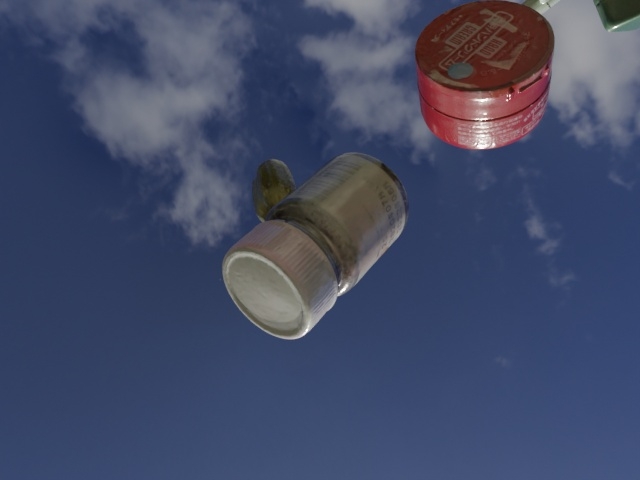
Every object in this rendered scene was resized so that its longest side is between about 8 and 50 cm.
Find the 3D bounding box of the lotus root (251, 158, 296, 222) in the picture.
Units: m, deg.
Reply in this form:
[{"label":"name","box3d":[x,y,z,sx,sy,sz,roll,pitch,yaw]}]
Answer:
[{"label":"lotus root","box3d":[-0.083,-0.081,1.121,0.077,0.183,0.090,9,-56,-21]}]

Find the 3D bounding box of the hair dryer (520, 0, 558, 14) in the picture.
[{"label":"hair dryer","box3d":[0.463,-0.508,1.264,0.082,0.137,0.047,-35,-90,24]}]

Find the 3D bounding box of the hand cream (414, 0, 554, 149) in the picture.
[{"label":"hand cream","box3d":[0.274,-0.276,1.012,0.230,0.149,0.230,-9,-126,12]}]

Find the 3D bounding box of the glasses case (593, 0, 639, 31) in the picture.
[{"label":"glasses case","box3d":[0.259,-0.182,0.348,0.077,0.184,0.040,-23,-88,-47]}]

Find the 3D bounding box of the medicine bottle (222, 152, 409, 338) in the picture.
[{"label":"medicine bottle","box3d":[0.000,0.000,0.868,0.165,0.165,0.273,48,-129,-4]}]
